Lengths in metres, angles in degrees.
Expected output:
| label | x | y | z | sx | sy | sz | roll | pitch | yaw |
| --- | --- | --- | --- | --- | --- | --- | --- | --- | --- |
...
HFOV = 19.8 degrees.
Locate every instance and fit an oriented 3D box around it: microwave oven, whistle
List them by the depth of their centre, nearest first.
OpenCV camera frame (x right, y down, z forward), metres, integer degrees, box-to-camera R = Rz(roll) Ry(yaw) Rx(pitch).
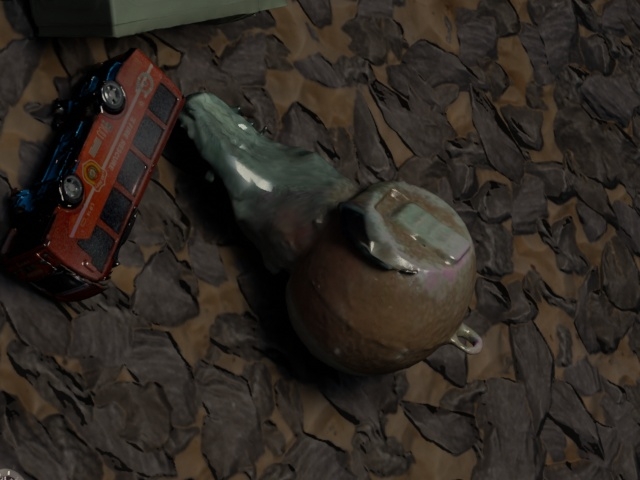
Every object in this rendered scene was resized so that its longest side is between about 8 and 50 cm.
| label | x | y | z | sx | sy | sz | roll | pitch | yaw |
| --- | --- | --- | --- | --- | --- | --- | --- | --- | --- |
| microwave oven | -0.147 | -0.263 | 1.607 | 0.208 | 0.122 | 0.162 | -18 | 107 | -43 |
| whistle | 0.000 | 0.000 | 1.646 | 0.348 | 0.189 | 0.189 | 39 | 49 | 4 |

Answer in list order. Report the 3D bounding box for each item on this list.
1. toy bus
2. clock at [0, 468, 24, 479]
| label | x | y | z | sx | sy | sz | roll | pitch | yaw |
| --- | --- | --- | --- | --- | --- | --- | --- | --- | --- |
| toy bus | -0.191 | -0.057 | 1.545 | 0.096 | 0.073 | 0.234 | 40 | 50 | -29 |
| clock | -0.227 | 0.238 | 1.412 | 0.129 | 0.041 | 0.087 | 53 | 44 | -17 |
